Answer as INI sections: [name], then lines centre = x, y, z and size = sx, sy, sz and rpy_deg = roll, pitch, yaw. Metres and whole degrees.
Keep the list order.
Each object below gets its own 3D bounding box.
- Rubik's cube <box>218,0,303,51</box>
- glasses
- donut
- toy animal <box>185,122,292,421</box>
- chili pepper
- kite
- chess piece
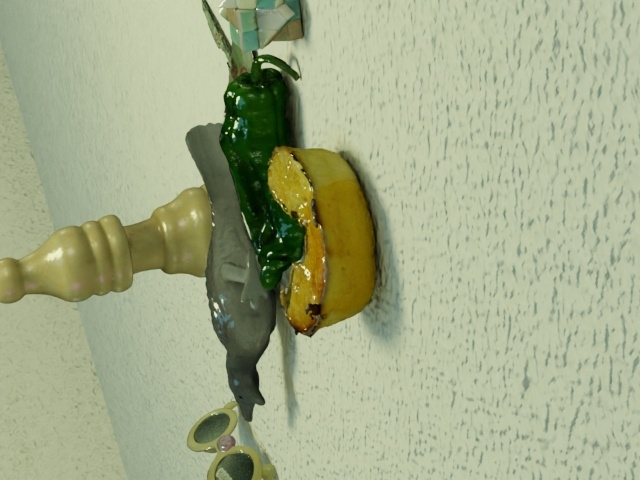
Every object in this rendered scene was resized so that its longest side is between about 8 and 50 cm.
[Rubik's cube]
centre = -0.060, -0.219, 1.351
size = 0.084, 0.073, 0.075
rpy_deg = -160, 57, -73
[glasses]
centre = -0.124, 0.360, 1.979
size = 0.190, 0.088, 0.221
rpy_deg = -128, 29, -54
[donut]
centre = 0.003, -0.002, 1.317
size = 0.146, 0.078, 0.181
rpy_deg = 170, 93, -72
[toy animal]
centre = -0.091, 0.039, 1.638
size = 0.206, 0.081, 0.367
rpy_deg = 176, 85, -71
[chili pepper]
centre = -0.057, -0.074, 1.467
size = 0.100, 0.074, 0.257
rpy_deg = -137, 33, -57
[kite]
centre = -0.099, -0.199, 1.598
size = 0.229, 0.012, 0.250
rpy_deg = 101, 152, -47
[chess piece]
centre = -0.263, 0.016, 1.783
size = 0.139, 0.307, 0.124
rpy_deg = -159, 56, -71
